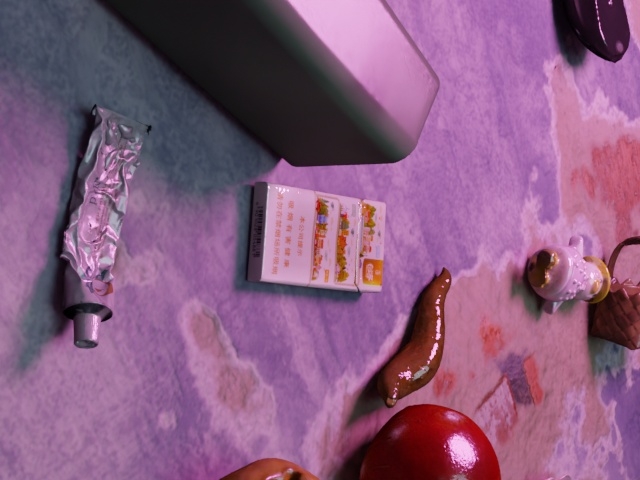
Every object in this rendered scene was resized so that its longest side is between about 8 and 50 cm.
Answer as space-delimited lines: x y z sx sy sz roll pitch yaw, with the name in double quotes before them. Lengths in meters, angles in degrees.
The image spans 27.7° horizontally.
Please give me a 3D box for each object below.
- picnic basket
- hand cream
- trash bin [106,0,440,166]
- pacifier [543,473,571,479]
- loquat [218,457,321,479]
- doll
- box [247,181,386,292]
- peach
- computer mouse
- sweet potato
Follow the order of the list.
"picnic basket" 0.520 0.081 2.113 0.138 0.128 0.178 -4 102 -49
"hand cream" -0.229 -0.012 1.357 0.084 0.050 0.256 22 67 -47
"trash bin" -0.046 -0.228 1.439 0.343 0.223 0.158 47 57 -40
"pacifier" 0.361 0.400 1.976 0.099 0.078 0.081 -2 112 -48
"loquat" -0.052 0.347 1.438 0.208 0.208 0.208 1 89 -48
"doll" 0.385 0.056 2.003 0.207 0.081 0.129 14 98 -49
"box" -0.001 0.000 1.616 0.220 0.032 0.122 8 84 -47
"peach" 0.137 0.298 1.660 0.197 0.197 0.197 1 89 -48
"computer mouse" 0.429 -0.384 2.062 0.122 0.073 0.217 -8 89 -50
"sweet potato" 0.136 0.142 1.749 0.069 0.059 0.249 48 51 -21
